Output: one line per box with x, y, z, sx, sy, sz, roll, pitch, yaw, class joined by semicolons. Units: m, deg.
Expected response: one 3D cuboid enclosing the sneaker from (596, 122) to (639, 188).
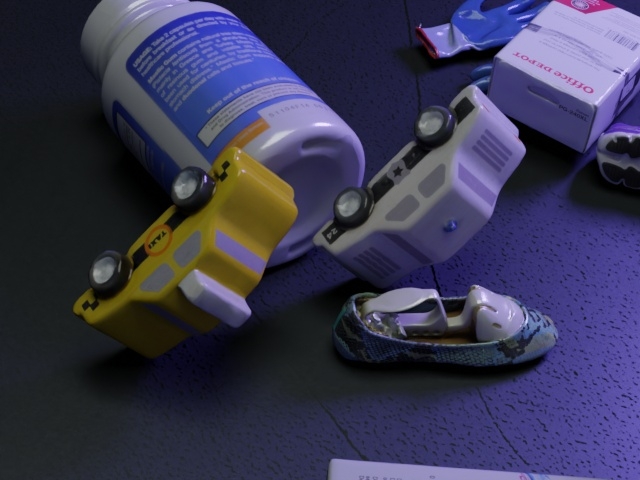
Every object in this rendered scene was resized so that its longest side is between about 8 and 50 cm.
0.338;-0.078;1.531;0.169;0.068;0.071;16;32;7;sneaker

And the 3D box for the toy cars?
0.000;0.000;1.331;0.393;0.176;0.087;-16;45;-21;toy cars

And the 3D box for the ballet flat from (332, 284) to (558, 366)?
0.104;0.066;1.357;0.188;0.070;0.070;-4;44;-9;ballet flat

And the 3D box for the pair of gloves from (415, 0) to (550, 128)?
0.189;-0.181;1.655;0.159;0.023;0.198;-17;49;-24;pair of gloves

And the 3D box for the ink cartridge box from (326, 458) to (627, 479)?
0.134;0.264;1.112;0.278;0.117;0.201;4;44;0;ink cartridge box

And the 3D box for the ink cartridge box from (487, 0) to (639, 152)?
0.240;-0.163;1.581;0.109;0.063;0.150;29;48;19;ink cartridge box

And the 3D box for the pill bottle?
-0.096;-0.112;1.462;0.152;0.152;0.272;-23;50;-26;pill bottle
